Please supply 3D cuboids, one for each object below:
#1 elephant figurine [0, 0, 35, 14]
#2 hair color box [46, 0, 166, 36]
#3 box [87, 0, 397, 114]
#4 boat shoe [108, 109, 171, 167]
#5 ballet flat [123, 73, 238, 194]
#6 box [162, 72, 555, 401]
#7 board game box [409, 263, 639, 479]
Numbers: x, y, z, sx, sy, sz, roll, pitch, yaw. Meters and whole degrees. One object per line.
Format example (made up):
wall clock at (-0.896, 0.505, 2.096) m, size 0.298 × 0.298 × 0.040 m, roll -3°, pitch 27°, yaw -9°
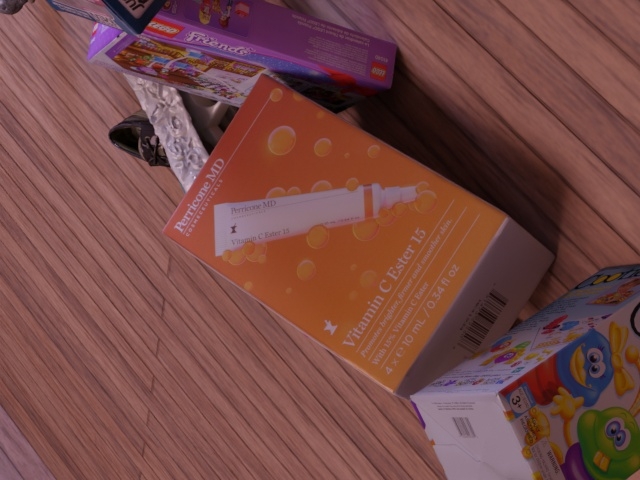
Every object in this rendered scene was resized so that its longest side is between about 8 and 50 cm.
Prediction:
elephant figurine at (-0.369, -0.404, 2.041) m, size 0.239 × 0.186 × 0.170 m, roll 163°, pitch 116°, yaw -86°
hair color box at (-0.157, -0.385, 1.497) m, size 0.174 × 0.347 × 0.105 m, roll 24°, pitch 164°, yaw 48°
box at (-0.090, -0.210, 1.642) m, size 0.201 × 0.293 × 0.057 m, roll -18°, pitch 61°, yaw 61°
boat shoe at (-0.231, -0.139, 2.122) m, size 0.223 × 0.073 × 0.080 m, roll 20°, pitch 132°, yaw 50°
ballet flat at (-0.143, -0.151, 1.924) m, size 0.409 × 0.147 × 0.147 m, roll 58°, pitch 151°, yaw 5°
box at (0.039, 0.004, 1.581) m, size 0.345 × 0.215 × 0.168 m, roll 32°, pitch -179°, yaw 30°
board game box at (0.250, 0.142, 1.392) m, size 0.144 × 0.275 × 0.142 m, roll -12°, pitch 105°, yaw 60°
